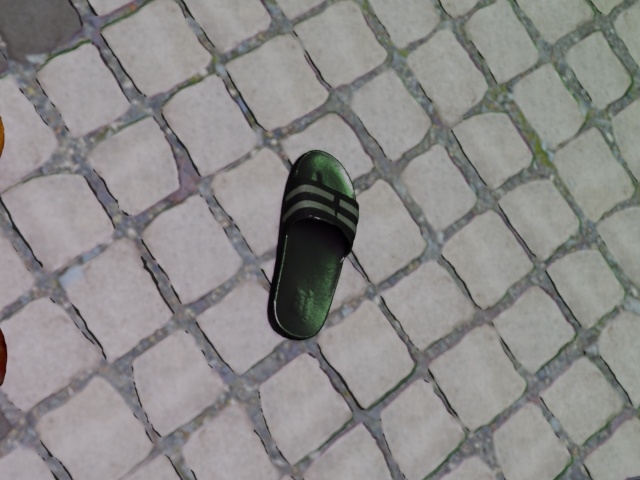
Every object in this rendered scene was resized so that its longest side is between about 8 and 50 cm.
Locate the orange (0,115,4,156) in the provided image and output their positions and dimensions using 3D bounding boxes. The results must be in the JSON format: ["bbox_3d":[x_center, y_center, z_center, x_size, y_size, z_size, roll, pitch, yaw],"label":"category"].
[{"bbox_3d":[-0.315,-0.083,1.039,0.135,0.117,0.136,53,27,-42],"label":"orange"}]

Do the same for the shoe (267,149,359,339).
[{"bbox_3d":[0.000,0.000,1.203,0.071,0.049,0.179,20,68,-20],"label":"shoe"}]

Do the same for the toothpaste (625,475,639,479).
[{"bbox_3d":[0.357,0.286,1.296,0.164,0.046,0.034,41,59,-10],"label":"toothpaste"}]

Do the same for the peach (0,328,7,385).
[{"bbox_3d":[-0.388,0.023,0.923,0.361,0.201,0.258,29,63,-12],"label":"peach"}]
